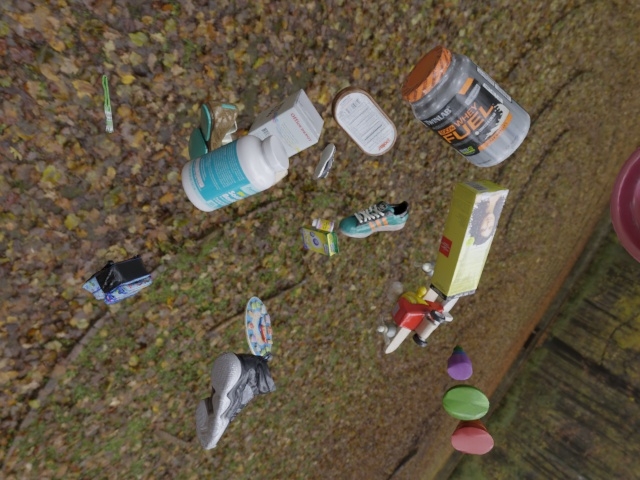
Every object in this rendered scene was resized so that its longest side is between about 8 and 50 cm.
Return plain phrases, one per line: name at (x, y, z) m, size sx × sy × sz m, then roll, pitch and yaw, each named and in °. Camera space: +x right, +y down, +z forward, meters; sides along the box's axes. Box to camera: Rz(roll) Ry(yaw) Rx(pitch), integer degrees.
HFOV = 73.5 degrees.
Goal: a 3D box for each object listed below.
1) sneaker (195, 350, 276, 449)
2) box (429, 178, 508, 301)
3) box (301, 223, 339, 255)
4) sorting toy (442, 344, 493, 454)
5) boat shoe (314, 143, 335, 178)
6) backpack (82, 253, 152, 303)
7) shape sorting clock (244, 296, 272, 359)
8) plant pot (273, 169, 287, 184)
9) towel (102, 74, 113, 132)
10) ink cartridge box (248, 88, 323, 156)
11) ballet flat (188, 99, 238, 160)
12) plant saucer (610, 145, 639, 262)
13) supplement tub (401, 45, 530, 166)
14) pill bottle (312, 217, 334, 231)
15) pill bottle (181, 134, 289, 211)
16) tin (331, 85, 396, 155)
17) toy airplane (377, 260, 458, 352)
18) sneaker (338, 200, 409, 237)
sneaker at (-0.193, 0.373, 1.010) m, size 0.153 × 0.101 × 0.268 m, roll 2°, pitch 117°, yaw -41°
box at (0.281, 0.002, 0.827) m, size 0.087 × 0.058 × 0.232 m, roll -11°, pitch 123°, yaw -26°
box at (0.000, 0.000, 1.806) m, size 0.043 × 0.179 × 0.105 m, roll -32°, pitch 124°, yaw -40°
sorting toy at (0.435, 0.465, 1.285) m, size 0.126 × 0.127 × 0.365 m, roll -60°, pitch 138°, yaw -60°
boat shoe at (0.023, -0.270, 1.465) m, size 0.038 × 0.046 × 0.125 m, roll 10°, pitch 112°, yaw -39°
backpack at (-0.654, 0.136, 1.367) m, size 0.173 × 0.117 × 0.158 m, roll -29°, pitch 179°, yaw 17°
shape sorting clock at (-0.198, 0.284, 1.388) m, size 0.040 × 0.206 × 0.206 m, roll -12°, pitch 144°, yaw 8°
plant pot at (-0.179, -0.256, 1.497) m, size 0.109 × 0.109 × 0.096 m, roll -42°, pitch 127°, yaw -16°
towel at (-0.670, -0.424, 1.341) m, size 0.023 × 0.113 × 0.152 m, roll -8°, pitch 165°, yaw -25°
ink cartridge box at (-0.100, -0.340, 1.288) m, size 0.128 × 0.176 × 0.127 m, roll 51°, pitch 34°, yaw -31°
ballet flat at (-0.330, -0.339, 1.351) m, size 0.124 × 0.116 × 0.342 m, roll -17°, pitch 172°, yaw -28°
plant saucer at (0.792, -0.084, 0.892) m, size 0.084 × 0.332 × 0.332 m, roll 1°, pitch 121°, yaw -22°
supplement tub at (0.381, -0.354, 1.142) m, size 0.316 × 0.193 × 0.193 m, roll 31°, pitch 93°, yaw -19°
pill bottle at (0.009, -0.064, 1.711) m, size 0.043 × 0.083 × 0.043 m, roll -166°, pitch -90°, yaw -87°
pill bottle at (-0.218, -0.182, 1.119) m, size 0.264 × 0.146 × 0.146 m, roll -19°, pitch 155°, yaw 20°
tin at (0.107, -0.286, 1.042) m, size 0.106 × 0.040 × 0.189 m, roll -39°, pitch 118°, yaw 20°
toy airplane at (0.395, 0.259, 1.745) m, size 0.386 × 0.272 × 0.384 m, roll -42°, pitch 155°, yaw -23°
sneaker at (0.212, -0.098, 1.677) m, size 0.302 × 0.108 × 0.121 m, roll -11°, pitch 137°, yaw -24°
